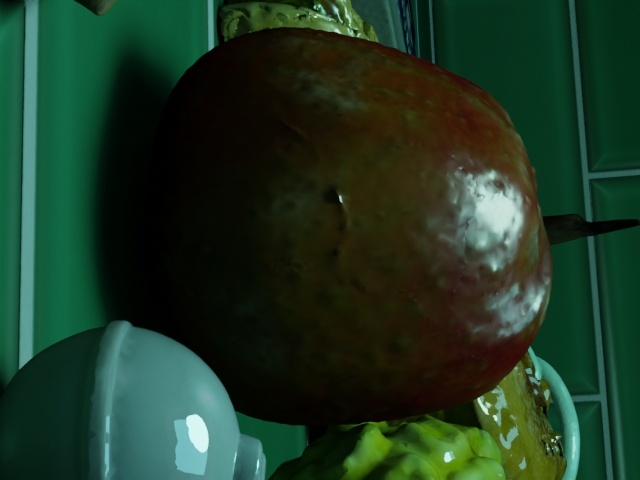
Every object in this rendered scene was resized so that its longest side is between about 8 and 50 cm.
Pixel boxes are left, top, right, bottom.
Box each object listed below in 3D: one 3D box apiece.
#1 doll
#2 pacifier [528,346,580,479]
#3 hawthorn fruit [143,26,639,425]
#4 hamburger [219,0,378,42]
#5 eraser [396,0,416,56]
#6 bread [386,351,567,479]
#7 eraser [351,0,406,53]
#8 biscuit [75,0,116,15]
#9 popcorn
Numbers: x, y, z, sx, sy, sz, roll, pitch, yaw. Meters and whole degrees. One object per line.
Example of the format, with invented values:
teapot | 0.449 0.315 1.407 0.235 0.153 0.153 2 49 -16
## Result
doll | -0.083 0.151 0.469 0.151 0.150 0.287 74 12 -49
pacifier | 0.159 0.241 1.592 0.269 0.288 0.344 21 58 -50
hawthorn fruit | 0.048 -0.012 0.792 0.254 0.300 0.254 -5 90 -86
hamburger | 0.005 -0.112 1.089 0.262 0.130 0.124 68 20 -45
eraser | 0.054 -0.256 1.493 0.155 0.101 0.332 -82 164 -50
bread | 0.124 0.140 1.343 0.358 0.204 0.337 42 35 -66
eraser | 0.017 -0.221 1.245 0.352 0.111 0.077 73 14 -50
biscuit | -0.052 -0.231 0.657 0.043 0.284 0.306 41 56 -20
popcorn | 0.020 0.251 0.838 0.225 0.173 0.286 2 116 -41
